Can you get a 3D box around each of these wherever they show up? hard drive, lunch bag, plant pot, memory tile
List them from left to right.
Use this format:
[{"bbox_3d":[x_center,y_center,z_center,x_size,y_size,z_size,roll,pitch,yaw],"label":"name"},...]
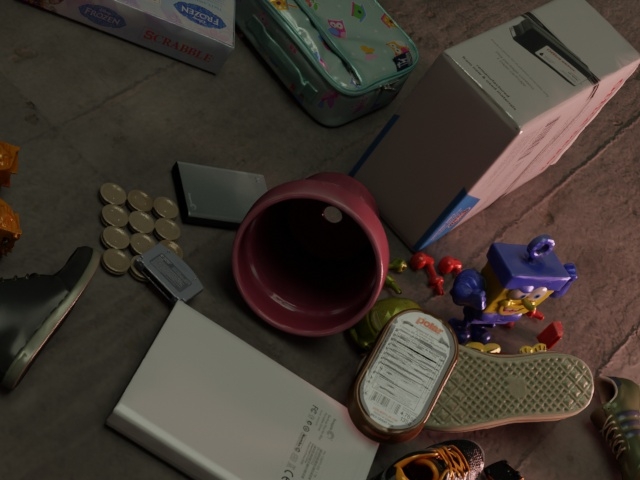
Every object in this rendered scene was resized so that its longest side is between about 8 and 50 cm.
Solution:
[{"bbox_3d":[-0.231,-0.007,1.849,0.113,0.012,0.148,14,46,-26],"label":"memory tile"},{"bbox_3d":[-0.132,-0.058,1.957,0.135,0.022,0.094,7,50,-30],"label":"hard drive"},{"bbox_3d":[-0.084,0.224,1.726,0.307,0.040,0.203,33,41,-6],"label":"hard drive"},{"bbox_3d":[0.000,0.000,1.887,0.201,0.201,0.180,36,26,-3],"label":"plant pot"},{"bbox_3d":[0.007,-0.313,2.219,0.279,0.108,0.224,50,42,12],"label":"lunch bag"}]

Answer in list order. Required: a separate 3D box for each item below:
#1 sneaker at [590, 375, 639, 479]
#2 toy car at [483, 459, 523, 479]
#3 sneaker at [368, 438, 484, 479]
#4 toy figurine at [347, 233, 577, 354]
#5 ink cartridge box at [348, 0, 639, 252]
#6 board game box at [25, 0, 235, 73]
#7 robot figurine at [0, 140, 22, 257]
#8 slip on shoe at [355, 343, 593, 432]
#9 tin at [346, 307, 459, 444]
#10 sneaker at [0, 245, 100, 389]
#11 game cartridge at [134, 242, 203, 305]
[{"bbox_3d":[0.419,0.269,2.034,0.086,0.064,0.192,21,43,-8],"label":"sneaker"},{"bbox_3d":[0.213,0.333,1.858,0.122,0.060,0.040,-32,119,-30],"label":"toy car"},{"bbox_3d":[0.141,0.293,1.793,0.215,0.083,0.084,-19,65,-45],"label":"sneaker"},{"bbox_3d":[0.223,0.043,1.973,0.362,0.217,0.191,5,51,-33],"label":"toy figurine"},{"bbox_3d":[0.266,-0.185,2.155,0.166,0.285,0.395,48,42,11],"label":"ink cartridge box"},{"bbox_3d":[-0.279,-0.426,2.148,0.318,0.066,0.318,19,44,-21],"label":"board game box"},{"bbox_3d":[-0.494,-0.073,1.667,0.291,0.085,0.211,13,47,-27],"label":"robot figurine"},{"bbox_3d":[0.199,0.194,1.920,0.331,0.101,0.123,2,82,-20],"label":"slip on shoe"},{"bbox_3d":[0.107,0.169,1.812,0.106,0.040,0.190,31,59,-1],"label":"tin"},{"bbox_3d":[-0.344,0.059,1.656,0.118,0.083,0.222,34,42,-4],"label":"sneaker"},{"bbox_3d":[-0.189,0.043,1.812,0.083,0.017,0.056,45,45,7],"label":"game cartridge"}]
